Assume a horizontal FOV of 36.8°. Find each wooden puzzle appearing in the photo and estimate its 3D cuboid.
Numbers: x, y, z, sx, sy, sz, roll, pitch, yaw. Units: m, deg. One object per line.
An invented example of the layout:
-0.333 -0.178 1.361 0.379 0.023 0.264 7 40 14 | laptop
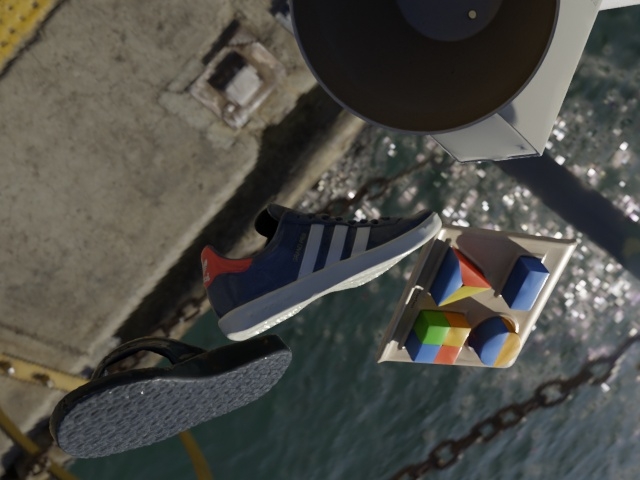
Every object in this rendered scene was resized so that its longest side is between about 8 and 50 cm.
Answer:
0.307 0.128 1.841 0.348 0.080 0.322 4 123 -26 | wooden puzzle

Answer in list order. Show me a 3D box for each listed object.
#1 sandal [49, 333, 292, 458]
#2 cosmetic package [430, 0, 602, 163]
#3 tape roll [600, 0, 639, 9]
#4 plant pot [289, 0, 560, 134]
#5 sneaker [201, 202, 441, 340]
-0.223 0.205 1.391 0.446 0.107 0.167 -5 136 -55 | sandal
0.276 -0.271 1.374 0.113 0.160 0.309 38 66 -32 | cosmetic package
0.470 -0.492 1.515 0.169 0.246 0.246 -11 134 -7 | tape roll
0.128 -0.278 1.071 0.284 0.284 0.191 -66 173 25 | plant pot
0.000 0.000 1.304 0.350 0.148 0.131 -23 170 -24 | sneaker
